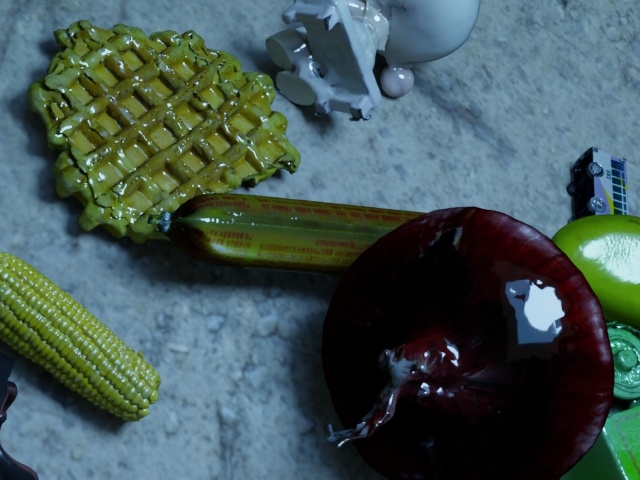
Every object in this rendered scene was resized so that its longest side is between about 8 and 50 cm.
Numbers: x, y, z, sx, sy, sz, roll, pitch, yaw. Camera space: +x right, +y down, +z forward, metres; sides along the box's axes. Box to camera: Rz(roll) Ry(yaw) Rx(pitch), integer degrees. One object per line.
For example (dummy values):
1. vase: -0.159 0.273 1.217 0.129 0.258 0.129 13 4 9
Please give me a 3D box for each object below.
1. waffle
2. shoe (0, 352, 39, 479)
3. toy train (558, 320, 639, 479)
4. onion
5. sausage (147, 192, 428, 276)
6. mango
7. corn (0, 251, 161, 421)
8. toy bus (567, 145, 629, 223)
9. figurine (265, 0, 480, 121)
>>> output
1. waffle: -0.148 -0.101 1.547 0.291 0.051 0.291 15 55 -22
2. shoe: -0.309 0.113 1.274 0.137 0.114 0.291 -17 71 -30
3. toy train: 0.328 0.174 1.570 0.243 0.132 0.188 -14 71 -32
4. onion: 0.116 0.106 1.410 0.273 0.273 0.285 57 26 15
5. sausage: 0.000 0.000 1.516 0.371 0.082 0.082 6 56 -33
6. mango: 0.318 0.027 1.677 0.163 0.089 0.117 26 79 -15
7. corn: -0.225 0.081 1.374 0.206 0.067 0.067 36 49 -1
8. toy bus: 0.309 -0.047 1.756 0.058 0.052 0.102 18 54 -18
9. figurine: 0.076 -0.241 1.669 0.256 0.144 0.182 -38 104 -28
